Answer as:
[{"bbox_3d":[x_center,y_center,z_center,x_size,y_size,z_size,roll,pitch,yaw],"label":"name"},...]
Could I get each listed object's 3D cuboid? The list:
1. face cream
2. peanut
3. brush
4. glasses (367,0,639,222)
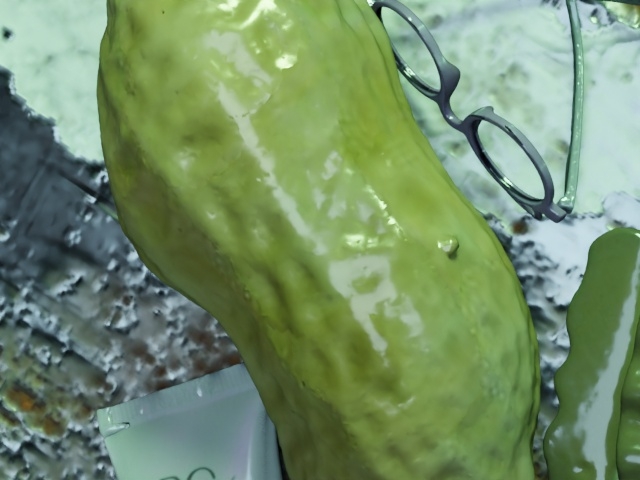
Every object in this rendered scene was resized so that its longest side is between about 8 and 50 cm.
[{"bbox_3d":[-0.037,0.184,0.817,0.092,0.058,0.244,-18,77,16],"label":"face cream"},{"bbox_3d":[0.000,0.000,0.776,0.149,0.149,0.313,-32,85,10],"label":"peanut"},{"bbox_3d":[0.163,-0.017,0.766,0.071,0.084,0.301,15,84,-28],"label":"brush"},{"bbox_3d":[0.098,-0.091,0.811,0.104,0.062,0.140,-40,79,-14],"label":"glasses"}]
